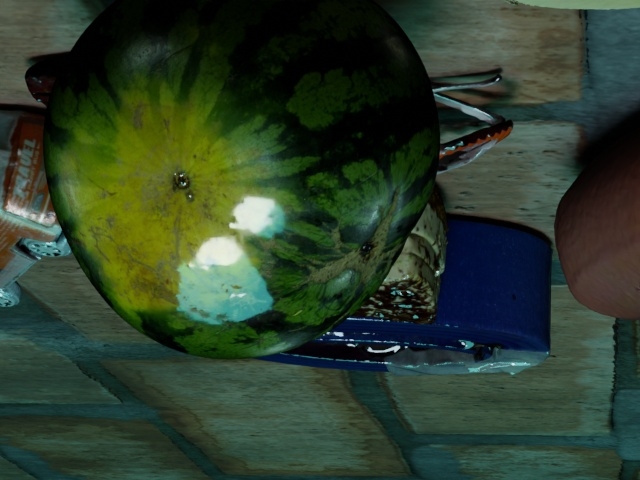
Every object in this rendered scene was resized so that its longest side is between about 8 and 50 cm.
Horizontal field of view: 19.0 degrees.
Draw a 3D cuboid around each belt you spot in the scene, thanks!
[{"bbox_3d":[0.050,0.056,1.857,0.347,0.117,0.212,2,162,2],"label":"belt"}]

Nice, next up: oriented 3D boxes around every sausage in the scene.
[{"bbox_3d":[0.282,-0.021,1.525,0.152,0.152,0.279,7,164,-16],"label":"sausage"}]

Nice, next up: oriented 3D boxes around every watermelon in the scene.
[{"bbox_3d":[-0.054,-0.055,1.269,0.269,0.269,0.269,2,163,1],"label":"watermelon"}]

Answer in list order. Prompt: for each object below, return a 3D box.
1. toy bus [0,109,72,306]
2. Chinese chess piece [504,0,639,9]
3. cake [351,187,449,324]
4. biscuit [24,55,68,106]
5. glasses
[{"bbox_3d":[-0.278,-0.030,1.636,0.120,0.121,0.265,19,158,-19],"label":"toy bus"},{"bbox_3d":[0.188,-0.197,0.969,0.250,0.097,0.251,-9,171,-1],"label":"Chinese chess piece"},{"bbox_3d":[-0.011,-0.002,1.694,0.246,0.112,0.135,5,160,4],"label":"cake"},{"bbox_3d":[-0.112,-0.085,1.518,0.151,0.063,0.235,4,169,27],"label":"biscuit"},{"bbox_3d":[0.033,-0.081,1.480,0.255,0.095,0.162,-12,171,-16],"label":"glasses"}]
